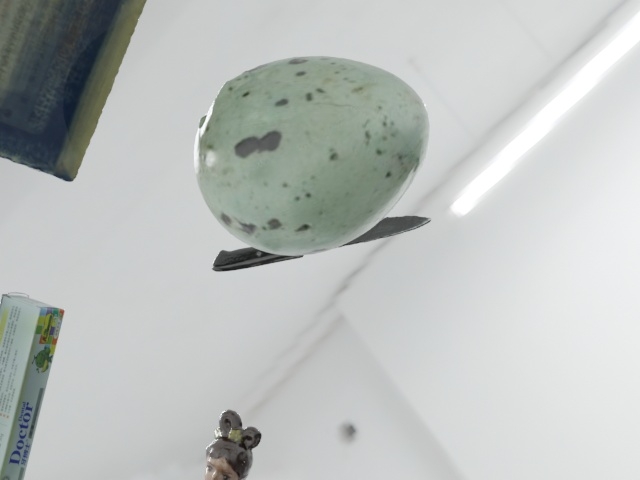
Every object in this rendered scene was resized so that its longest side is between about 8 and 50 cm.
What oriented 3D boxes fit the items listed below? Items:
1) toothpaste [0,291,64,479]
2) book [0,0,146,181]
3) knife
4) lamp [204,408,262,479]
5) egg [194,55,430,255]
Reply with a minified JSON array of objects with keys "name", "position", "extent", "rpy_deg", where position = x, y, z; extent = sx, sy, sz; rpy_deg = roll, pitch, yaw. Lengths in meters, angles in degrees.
[{"name":"toothpaste","position":[-0.257,0.126,1.471],"extent":[0.034,0.046,0.164],"rpy_deg":[11,-87,-59]},{"name":"book","position":[-0.257,-0.192,1.138],"extent":[0.322,0.018,0.228],"rpy_deg":[22,-89,-31]},{"name":"knife","position":[0.000,0.000,1.341],"extent":[0.170,0.023,0.010],"rpy_deg":[-11,-30,7]},{"name":"lamp","position":[-0.113,0.257,1.359],"extent":[0.118,0.118,0.253],"rpy_deg":[-2,-62,-59]},{"name":"egg","position":[-0.005,-0.060,1.144],"extent":[0.164,0.131,0.131],"rpy_deg":[-27,-12,33]}]
